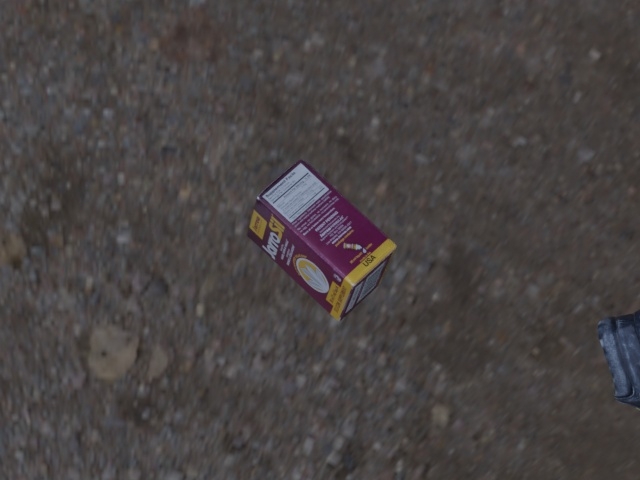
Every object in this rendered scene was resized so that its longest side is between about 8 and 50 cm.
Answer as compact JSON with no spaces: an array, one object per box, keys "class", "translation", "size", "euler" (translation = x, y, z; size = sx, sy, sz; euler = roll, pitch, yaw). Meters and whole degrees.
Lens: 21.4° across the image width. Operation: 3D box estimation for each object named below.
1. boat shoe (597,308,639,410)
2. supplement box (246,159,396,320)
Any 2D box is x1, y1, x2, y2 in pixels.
[{"class":"boat shoe","translation":[0.256,0.108,1.178],"size":[0.083,0.183,0.065],"euler":[-15,36,21]},{"class":"supplement box","translation":[0.000,0.000,1.053],"size":[0.083,0.055,0.043],"euler":[43,64,13]}]
